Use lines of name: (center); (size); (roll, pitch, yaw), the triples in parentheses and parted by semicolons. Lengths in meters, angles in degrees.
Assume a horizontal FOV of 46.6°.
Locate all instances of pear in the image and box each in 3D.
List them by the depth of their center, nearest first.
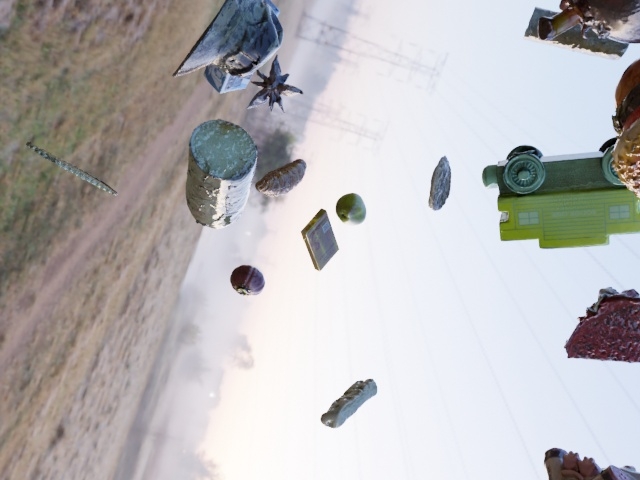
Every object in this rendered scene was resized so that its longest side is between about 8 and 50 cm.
pear: (0.079, -0.084, 2.006); (0.097, 0.092, 0.092); (-1, 110, -69)

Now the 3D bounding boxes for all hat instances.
hat: (-0.139, -0.362, 1.313); (0.265, 0.128, 0.265); (-49, -166, 17)

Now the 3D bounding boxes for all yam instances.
yam: (-0.242, -0.153, 1.770); (0.304, 0.168, 0.167); (118, -13, -67)
yam: (0.649, -0.523, 1.880); (0.093, 0.259, 0.093); (-56, 158, -38)

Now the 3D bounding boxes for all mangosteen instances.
mangosteen: (0.456, -0.397, 1.157); (0.261, 0.235, 0.235); (-36, -156, 25)

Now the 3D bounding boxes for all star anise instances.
star anise: (-0.118, -0.342, 1.702); (0.129, 0.124, 0.056); (-34, 178, 13)

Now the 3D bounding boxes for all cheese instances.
cheese: (0.066, 0.368, 1.690); (0.194, 0.065, 0.043); (-28, 107, -54)

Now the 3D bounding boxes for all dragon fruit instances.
dragon fruit: (0.821, 0.206, 1.987); (0.152, 0.317, 0.205); (-54, 140, -54)

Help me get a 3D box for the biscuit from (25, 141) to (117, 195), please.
biscuit: (-0.571, -0.164, 1.715); (0.144, 0.203, 0.016); (29, -92, 53)

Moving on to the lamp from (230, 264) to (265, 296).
lamp: (-0.203, 0.113, 2.076); (0.101, 0.101, 0.090); (114, 0, -47)

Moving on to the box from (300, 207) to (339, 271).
box: (0.000, 0.000, 1.858); (0.089, 0.022, 0.156); (-51, 145, -23)

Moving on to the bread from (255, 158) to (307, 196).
bread: (-0.115, -0.177, 2.216); (0.233, 0.105, 0.075); (-35, 113, -49)

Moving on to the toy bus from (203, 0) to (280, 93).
toy bus: (-0.230, -0.566, 2.144); (0.131, 0.106, 0.297); (-28, 161, -40)

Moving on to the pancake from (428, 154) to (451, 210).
pancake: (0.290, -0.137, 1.802); (0.139, 0.022, 0.139); (-41, 139, -50)

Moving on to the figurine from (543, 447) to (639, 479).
figurine: (0.698, 0.634, 1.770); (0.210, 0.361, 0.253); (-63, -159, 1)

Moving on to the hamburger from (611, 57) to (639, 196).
hamburger: (0.734, -0.213, 1.430); (0.330, 0.330, 0.250); (118, -10, -61)

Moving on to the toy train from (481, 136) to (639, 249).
toy train: (0.640, -0.115, 1.887); (0.179, 0.443, 0.272); (-47, 131, -66)
